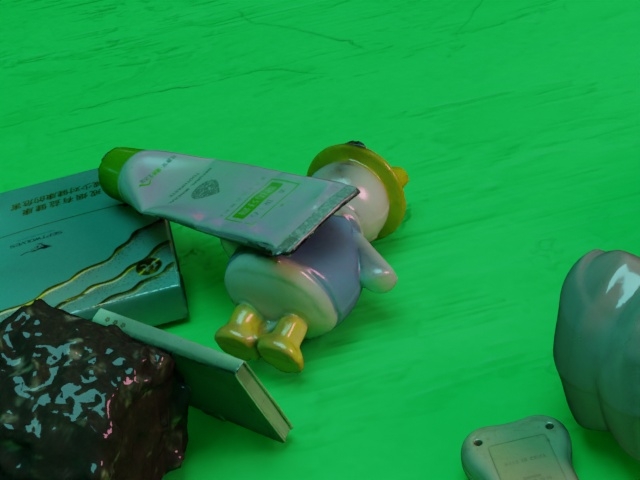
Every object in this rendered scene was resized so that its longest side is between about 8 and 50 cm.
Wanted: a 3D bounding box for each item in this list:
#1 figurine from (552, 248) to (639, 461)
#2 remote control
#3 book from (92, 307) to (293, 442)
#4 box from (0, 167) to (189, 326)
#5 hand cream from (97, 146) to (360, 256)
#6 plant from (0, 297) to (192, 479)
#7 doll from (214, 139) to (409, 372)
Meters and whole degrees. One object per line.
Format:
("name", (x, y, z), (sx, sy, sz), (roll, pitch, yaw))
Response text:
("figurine", (0.258, 0.044, 0.734), (0.236, 0.133, 0.176), (-28, 29, -25))
("remote control", (0.135, 0.162, 0.690), (0.074, 0.032, 0.122), (-12, 36, -1))
("book", (-0.089, 0.097, 0.785), (0.135, 0.103, 0.017), (15, 60, 33))
("box", (-0.212, 0.010, 0.988), (0.162, 0.041, 0.229), (-16, 35, -5))
("hand cream", (-0.090, -0.036, 0.901), (0.275, 0.050, 0.079), (14, 74, 47))
("plant", (-0.229, 0.113, 0.762), (0.274, 0.146, 0.149), (7, 43, 25))
("doll", (0.001, 0.001, 0.895), (0.135, 0.099, 0.241), (-20, 23, 41))
